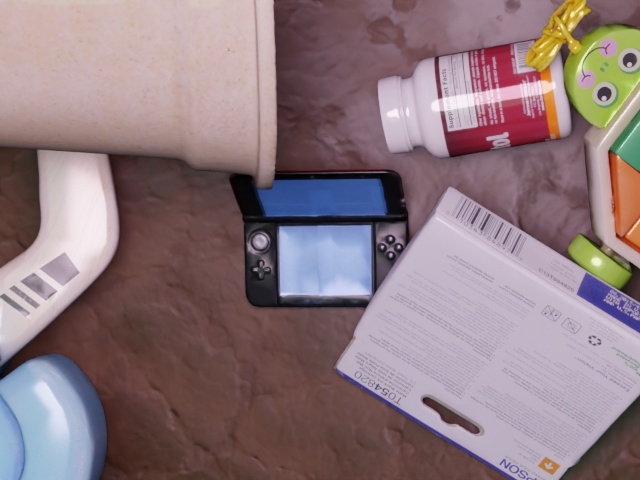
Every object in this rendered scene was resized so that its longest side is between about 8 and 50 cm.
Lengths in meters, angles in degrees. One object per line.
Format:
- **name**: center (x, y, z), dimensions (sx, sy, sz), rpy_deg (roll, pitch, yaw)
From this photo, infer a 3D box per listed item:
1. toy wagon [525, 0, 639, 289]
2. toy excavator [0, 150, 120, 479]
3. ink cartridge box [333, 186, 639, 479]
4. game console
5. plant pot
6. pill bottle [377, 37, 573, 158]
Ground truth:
- **toy wagon**: center (0.312, -0.067, 1.341), dimensions (0.344, 0.068, 0.267), rpy_deg (34, 99, -17)
- **toy excavator**: center (-0.274, 0.099, 1.434), dimensions (0.445, 0.222, 0.433), rpy_deg (-36, 89, -4)
- **ink cartridge box**: center (0.148, 0.089, 1.397), dimensions (0.223, 0.045, 0.224), rpy_deg (32, 135, 0)
- **game console**: center (0.000, 0.000, 1.423), dimensions (0.144, 0.085, 0.124), rpy_deg (0, 95, 8)
- **plant pot**: center (-0.198, -0.196, 1.261), dimensions (0.305, 0.334, 0.334), rpy_deg (-3, 95, -5)
- **pill bottle**: center (0.128, -0.115, 1.394), dimensions (0.152, 0.086, 0.086), rpy_deg (-9, 94, 9)
